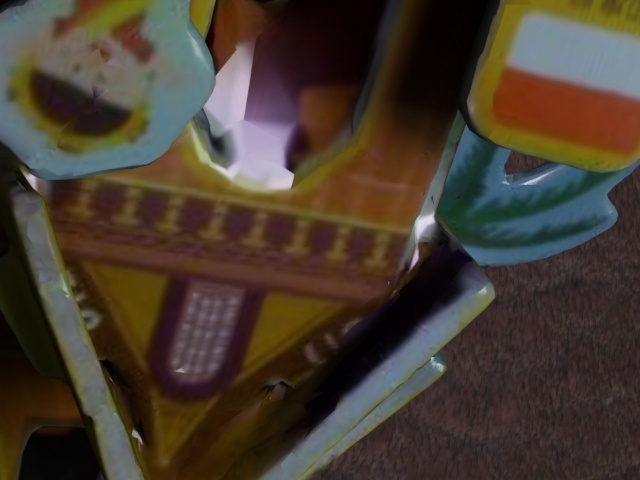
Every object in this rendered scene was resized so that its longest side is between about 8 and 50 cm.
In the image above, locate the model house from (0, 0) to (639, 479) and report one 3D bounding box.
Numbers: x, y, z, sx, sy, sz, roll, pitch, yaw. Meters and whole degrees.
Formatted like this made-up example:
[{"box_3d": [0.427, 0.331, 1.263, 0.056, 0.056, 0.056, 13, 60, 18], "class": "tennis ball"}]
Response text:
[{"box_3d": [0.000, 0.000, 0.579, 0.340, 0.300, 0.323, 10, 113, -21], "class": "model house"}]
